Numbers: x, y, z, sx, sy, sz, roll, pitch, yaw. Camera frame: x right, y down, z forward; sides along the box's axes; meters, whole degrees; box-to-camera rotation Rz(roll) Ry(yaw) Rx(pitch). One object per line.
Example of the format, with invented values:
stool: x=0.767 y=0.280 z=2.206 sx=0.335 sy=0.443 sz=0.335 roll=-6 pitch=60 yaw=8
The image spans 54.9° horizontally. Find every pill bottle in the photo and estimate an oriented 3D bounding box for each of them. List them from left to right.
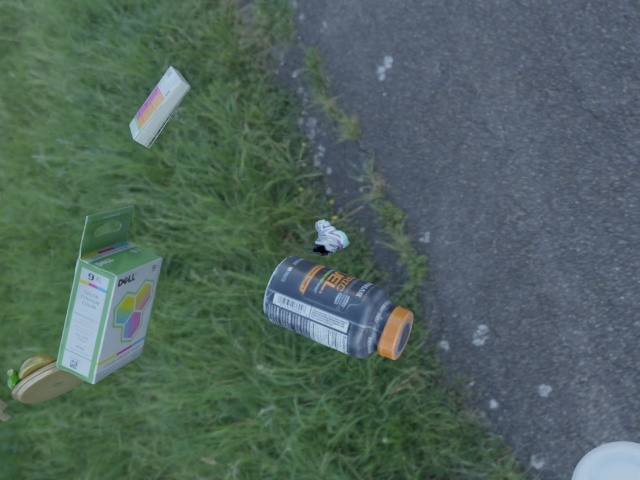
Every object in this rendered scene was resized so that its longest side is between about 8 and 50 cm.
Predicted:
pill bottle: x=0.035 y=0.123 z=1.073 sx=0.245 sy=0.130 sz=0.131 roll=19 pitch=108 yaw=22
pill bottle: x=0.488 y=0.433 z=0.920 sx=0.146 sy=0.146 sz=0.264 roll=-3 pitch=131 yaw=49

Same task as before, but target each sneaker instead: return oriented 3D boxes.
sneaker: x=0.000 y=0.000 z=1.125 sx=0.098 sy=0.069 sz=0.038 roll=30 pitch=151 yaw=54

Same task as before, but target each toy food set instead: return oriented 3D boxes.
toy food set: x=-0.408 y=0.202 z=0.937 sx=0.039 sy=0.192 sz=0.132 roll=57 pitch=155 yaw=20

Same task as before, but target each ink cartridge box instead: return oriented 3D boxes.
ink cartridge box: x=-0.268 y=0.068 z=0.804 sx=0.062 sy=0.109 sz=0.209 roll=20 pitch=105 yaw=12

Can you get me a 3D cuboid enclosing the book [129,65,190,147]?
book: x=-0.314 y=-0.261 z=1.189 sx=0.144 sy=0.035 sz=0.096 roll=-51 pitch=40 yaw=11
